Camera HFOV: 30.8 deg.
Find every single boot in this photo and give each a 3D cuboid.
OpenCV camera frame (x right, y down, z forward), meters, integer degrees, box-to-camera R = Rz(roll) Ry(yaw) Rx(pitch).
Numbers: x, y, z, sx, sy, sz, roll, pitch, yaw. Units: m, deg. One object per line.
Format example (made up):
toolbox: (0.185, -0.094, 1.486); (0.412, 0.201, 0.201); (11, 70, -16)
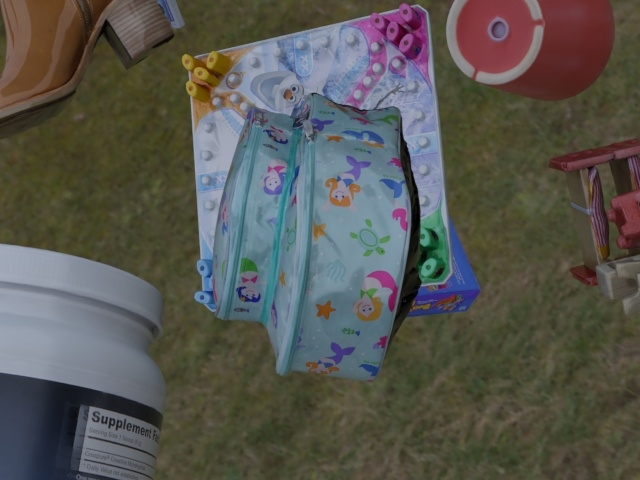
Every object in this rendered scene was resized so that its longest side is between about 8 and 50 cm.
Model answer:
boot: (-0.326, -0.255, 1.291); (0.283, 0.220, 0.109); (-37, 5, -18)

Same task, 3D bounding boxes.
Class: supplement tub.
supplement tub: (-0.201, 0.155, 0.729); (0.191, 0.191, 0.272); (-13, 64, 45)

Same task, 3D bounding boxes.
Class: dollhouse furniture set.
dollhouse furniture set: (0.464, -0.025, 1.683); (0.152, 0.201, 0.374); (-13, 10, -2)

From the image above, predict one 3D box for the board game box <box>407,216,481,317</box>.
board game box: (0.137, -0.016, 2.245); (0.078, 0.233, 0.347); (116, 143, -49)

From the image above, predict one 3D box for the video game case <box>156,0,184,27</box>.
video game case: (-0.233, -0.306, 1.460); (0.122, 0.087, 0.011); (8, 42, 35)

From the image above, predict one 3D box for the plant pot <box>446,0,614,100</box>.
plant pot: (0.375, -0.388, 2.149); (0.275, 0.243, 0.275); (7, 102, 34)

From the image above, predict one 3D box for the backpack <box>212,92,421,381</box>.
backpack: (0.000, 0.000, 1.052); (0.253, 0.191, 0.225); (-103, 21, -58)

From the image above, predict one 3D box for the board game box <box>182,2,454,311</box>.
board game box: (-0.019, -0.112, 1.645); (0.390, 0.050, 0.389); (-8, 81, 26)
